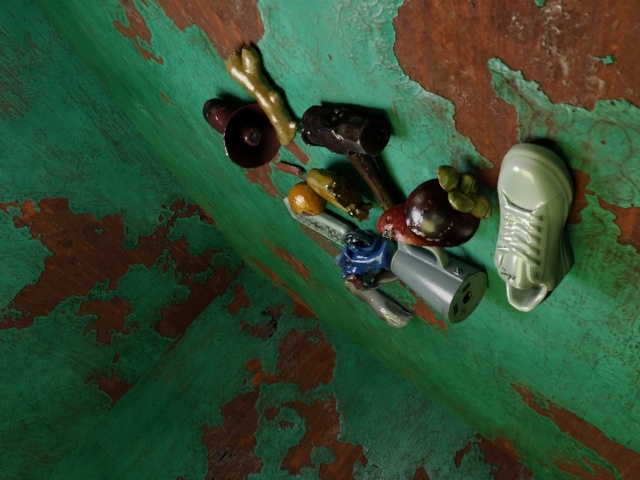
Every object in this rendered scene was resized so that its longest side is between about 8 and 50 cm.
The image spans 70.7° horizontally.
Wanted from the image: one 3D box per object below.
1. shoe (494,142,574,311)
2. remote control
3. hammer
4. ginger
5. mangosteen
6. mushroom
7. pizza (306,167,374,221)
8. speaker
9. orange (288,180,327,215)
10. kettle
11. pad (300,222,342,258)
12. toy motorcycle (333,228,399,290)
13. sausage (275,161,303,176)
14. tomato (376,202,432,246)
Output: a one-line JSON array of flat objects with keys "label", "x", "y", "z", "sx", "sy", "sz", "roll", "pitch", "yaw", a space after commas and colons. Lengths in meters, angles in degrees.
[{"label": "shoe", "x": 0.379, "y": -0.004, "z": 0.840, "sx": 0.131, "sy": 0.160, "sz": 0.363, "roll": 23, "pitch": 156, "yaw": 44}, {"label": "remote control", "x": 0.002, "y": -0.077, "z": 1.690, "sx": 0.335, "sy": 0.065, "sz": 0.128, "roll": 31, "pitch": 158, "yaw": 35}, {"label": "hammer", "x": 0.132, "y": -0.170, "z": 1.156, "sx": 0.242, "sy": 0.095, "sz": 0.409, "roll": 22, "pitch": 160, "yaw": 49}, {"label": "ginger", "x": -0.150, "y": -0.390, "z": 1.242, "sx": 0.118, "sy": 0.065, "sz": 0.299, "roll": 7, "pitch": 143, "yaw": 43}, {"label": "mangosteen", "x": 0.270, "y": -0.070, "z": 0.952, "sx": 0.166, "sy": 0.166, "sz": 0.180, "roll": 40, "pitch": 137, "yaw": 7}, {"label": "mushroom", "x": 0.242, "y": 0.261, "z": 1.958, "sx": 0.351, "sy": 0.097, "sz": 0.109, "roll": 37, "pitch": 161, "yaw": 31}, {"label": "pizza", "x": 0.062, "y": -0.138, "z": 1.311, "sx": 0.228, "sy": 0.081, "sz": 0.289, "roll": 40, "pitch": 180, "yaw": -7}, {"label": "speaker", "x": -0.234, "y": -0.365, "z": 1.459, "sx": 0.259, "sy": 0.198, "sz": 0.329, "roll": 7, "pitch": -158, "yaw": -31}, {"label": "orange", "x": -0.044, "y": -0.145, "z": 1.531, "sx": 0.135, "sy": 0.118, "sz": 0.135, "roll": -4, "pitch": 161, "yaw": -1}, {"label": "kettle", "x": 0.312, "y": 0.084, "z": 1.255, "sx": 0.243, "sy": 0.160, "sz": 0.211, "roll": 35, "pitch": 158, "yaw": 41}, {"label": "pad", "x": 0.000, "y": 0.000, "z": 1.997, "sx": 0.235, "sy": 0.003, "sz": 0.158, "roll": 40, "pitch": 164, "yaw": 9}, {"label": "toy motorcycle", "x": 0.176, "y": 0.050, "z": 1.511, "sx": 0.319, "sy": 0.241, "sz": 0.182, "roll": 106, "pitch": 155, "yaw": -68}, {"label": "sausage", "x": -0.108, "y": -0.248, "z": 1.562, "sx": 0.147, "sy": 0.035, "sz": 0.030, "roll": 28, "pitch": 178, "yaw": 45}, {"label": "tomato", "x": 0.239, "y": -0.048, "z": 1.118, "sx": 0.189, "sy": 0.173, "sz": 0.099, "roll": 32, "pitch": 121, "yaw": 59}]
